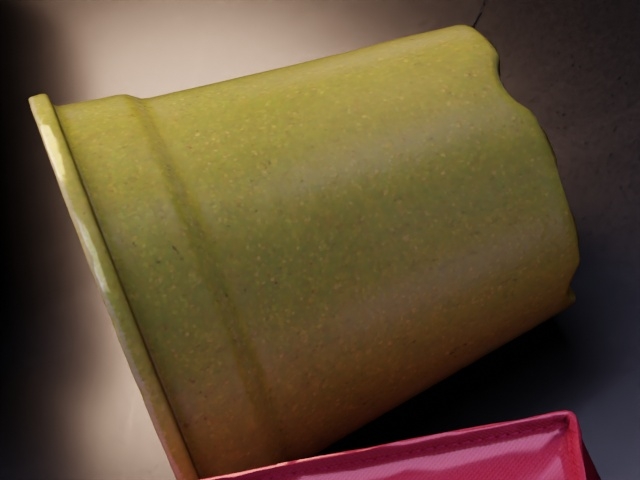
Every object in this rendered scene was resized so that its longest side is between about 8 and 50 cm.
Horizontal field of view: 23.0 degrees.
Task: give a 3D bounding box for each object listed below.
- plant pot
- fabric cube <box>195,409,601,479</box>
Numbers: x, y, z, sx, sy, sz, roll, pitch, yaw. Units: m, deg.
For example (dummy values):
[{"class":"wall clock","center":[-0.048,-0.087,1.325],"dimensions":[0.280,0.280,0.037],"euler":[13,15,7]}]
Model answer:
[{"class":"plant pot","center":[0.000,0.000,0.910],"dimensions":[0.254,0.276,0.276],"euler":[-22,56,-6]},{"class":"fabric cube","center":[0.039,0.262,0.731],"dimensions":[0.254,0.258,0.259],"euler":[-11,59,12]}]
